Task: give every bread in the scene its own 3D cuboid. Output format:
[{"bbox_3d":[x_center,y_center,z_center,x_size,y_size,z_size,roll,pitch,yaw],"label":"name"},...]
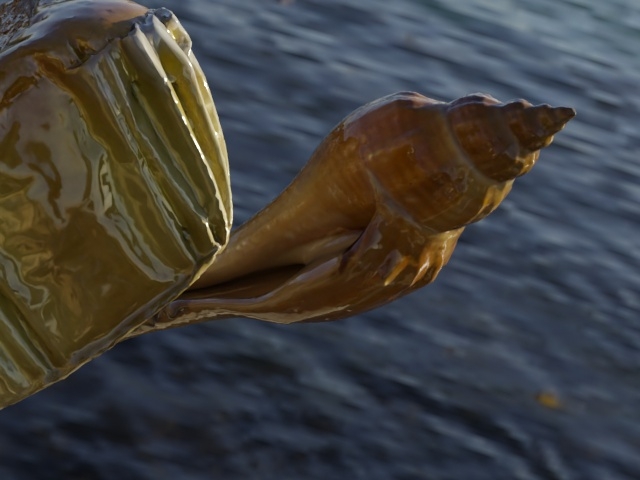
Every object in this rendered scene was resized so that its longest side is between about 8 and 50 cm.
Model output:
[{"bbox_3d":[-0.128,-0.030,0.811,0.119,0.152,0.288,57,-8,-15],"label":"bread"}]

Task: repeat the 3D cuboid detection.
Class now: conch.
[{"bbox_3d":[0.004,0.001,1.079,0.093,0.330,0.109,19,50,-47],"label":"conch"}]
